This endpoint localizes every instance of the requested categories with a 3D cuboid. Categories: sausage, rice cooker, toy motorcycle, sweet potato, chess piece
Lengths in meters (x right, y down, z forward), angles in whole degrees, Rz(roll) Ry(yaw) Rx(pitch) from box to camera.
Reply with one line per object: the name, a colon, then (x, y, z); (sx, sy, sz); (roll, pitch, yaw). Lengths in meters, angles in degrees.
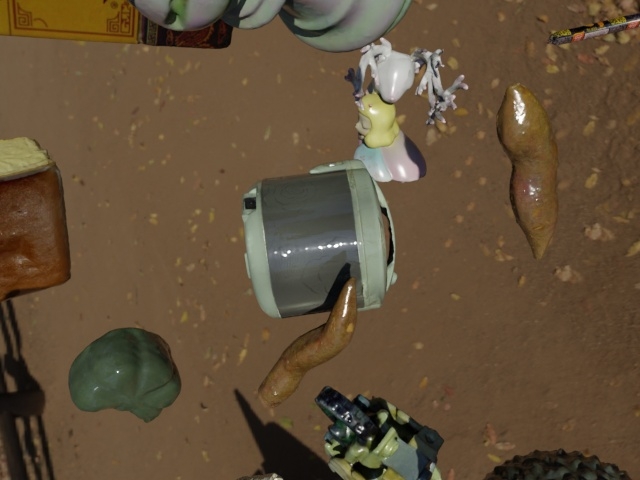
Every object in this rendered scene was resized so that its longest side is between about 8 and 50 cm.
sausage: (0.478, -0.363, 1.022); (0.028, 0.198, 0.025); (115, 139, -82)
rice cooker: (0.003, 0.000, 1.136); (0.276, 0.288, 0.289); (-9, 79, 0)
toy motorcycle: (0.110, 0.395, 1.088); (0.237, 0.410, 0.169); (31, 70, 28)
sweet potato: (0.232, -0.073, 0.651); (0.051, 0.065, 0.218); (29, 147, 53)
chess piece: (-0.043, -0.190, 0.421); (0.139, 0.271, 0.139); (17, 121, 29)
sweet potato: (-0.007, 0.168, 0.939); (0.281, 0.059, 0.067); (-47, 43, 32)

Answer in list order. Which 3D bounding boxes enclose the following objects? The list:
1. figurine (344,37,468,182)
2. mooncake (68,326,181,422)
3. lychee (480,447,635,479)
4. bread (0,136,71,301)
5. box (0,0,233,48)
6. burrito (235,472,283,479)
figurine: (0.153, -0.257, 1.158); (0.284, 0.206, 0.316); (-89, -5, -49)
mooncake: (-0.319, 0.231, 0.980); (0.104, 0.175, 0.168); (58, 142, 41)
lychee: (0.285, 0.369, 0.670); (0.255, 0.274, 0.255); (-15, 66, 37)
bread: (-0.650, -0.013, 1.107); (0.143, 0.323, 0.333); (50, 143, 31)
box: (-0.289, -0.368, 0.664); (0.116, 0.415, 0.264); (55, 139, 45)
burrito: (-0.103, 0.392, 0.946); (0.185, 0.045, 0.041); (-36, 42, 56)
